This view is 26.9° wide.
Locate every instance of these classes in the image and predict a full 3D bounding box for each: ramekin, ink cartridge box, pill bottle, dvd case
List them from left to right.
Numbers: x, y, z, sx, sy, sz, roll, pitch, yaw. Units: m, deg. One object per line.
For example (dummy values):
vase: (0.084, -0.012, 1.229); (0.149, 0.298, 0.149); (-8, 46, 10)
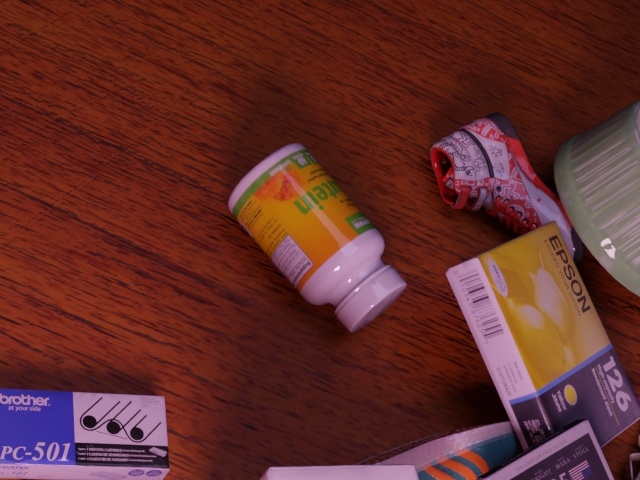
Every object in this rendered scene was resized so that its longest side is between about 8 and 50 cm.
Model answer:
ink cartridge box: (-0.285, 0.231, 1.577); (0.207, 0.046, 0.097); (5, 56, -22)
pill bottle: (0.000, 0.000, 1.807); (0.136, 0.136, 0.245); (-32, 76, -37)
ink cartridge box: (0.330, 0.132, 1.825); (0.307, 0.072, 0.303); (-22, 86, -47)
dvd case: (0.310, 0.366, 1.654); (0.179, 0.029, 0.238); (-24, 90, -29)
ramekin: (0.512, -0.069, 2.030); (0.303, 0.148, 0.303); (28, 41, -28)

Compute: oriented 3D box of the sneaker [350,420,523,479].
sneaker: (0.154, 0.312, 1.704); (0.302, 0.108, 0.121); (-12, 84, -37)

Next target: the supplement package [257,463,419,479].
supplement package: (-0.016, 0.378, 1.445); (0.175, 0.293, 0.177); (3, 57, -24)

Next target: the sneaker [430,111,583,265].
sneaker: (0.271, -0.055, 2.009); (0.145, 0.090, 0.270); (-24, 76, -24)

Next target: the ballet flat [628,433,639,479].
ballet flat: (0.472, 0.295, 1.876); (0.068, 0.072, 0.213); (5, 34, 24)
